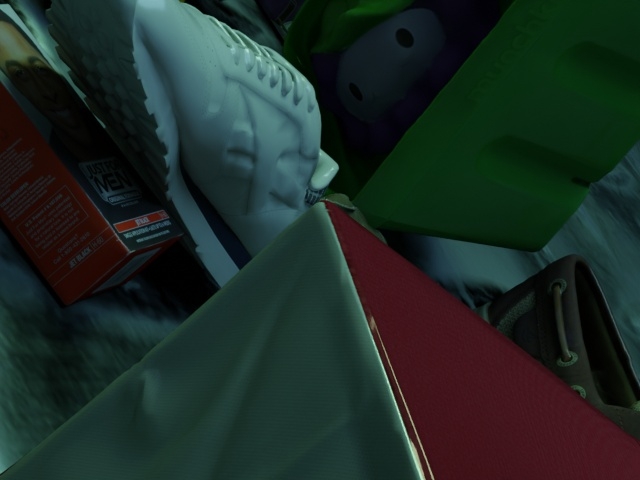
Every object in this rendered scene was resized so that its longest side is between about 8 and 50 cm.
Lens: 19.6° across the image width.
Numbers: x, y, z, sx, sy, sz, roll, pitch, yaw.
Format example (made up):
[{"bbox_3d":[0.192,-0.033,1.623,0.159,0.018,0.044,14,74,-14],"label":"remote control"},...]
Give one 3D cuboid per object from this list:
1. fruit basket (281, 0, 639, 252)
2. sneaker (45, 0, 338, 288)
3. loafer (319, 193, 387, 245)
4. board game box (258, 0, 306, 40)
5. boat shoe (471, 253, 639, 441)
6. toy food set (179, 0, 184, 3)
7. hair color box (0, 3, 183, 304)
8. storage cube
[{"bbox_3d":[0.066,-0.215,1.180,0.392,0.392,0.283,40,22,-32],"label":"fruit basket"},{"bbox_3d":[-0.055,-0.068,0.884,0.090,0.095,0.235,50,-8,27],"label":"sneaker"},{"bbox_3d":[0.000,0.000,1.083,0.050,0.056,0.148,57,8,20],"label":"loafer"},{"bbox_3d":[0.010,-0.187,1.498,0.347,0.056,0.208,58,14,22],"label":"board game box"},{"bbox_3d":[0.192,0.145,1.142,0.123,0.123,0.342,35,23,-41],"label":"boat shoe"},{"bbox_3d":[-0.135,-0.191,1.123,0.218,0.071,0.128,-60,133,-70],"label":"toy food set"},{"bbox_3d":[-0.131,-0.042,0.851,0.141,0.043,0.072,52,17,4],"label":"hair color box"},{"bbox_3d":[0.018,0.141,0.616,0.193,0.184,0.215,37,22,-36],"label":"storage cube"}]
